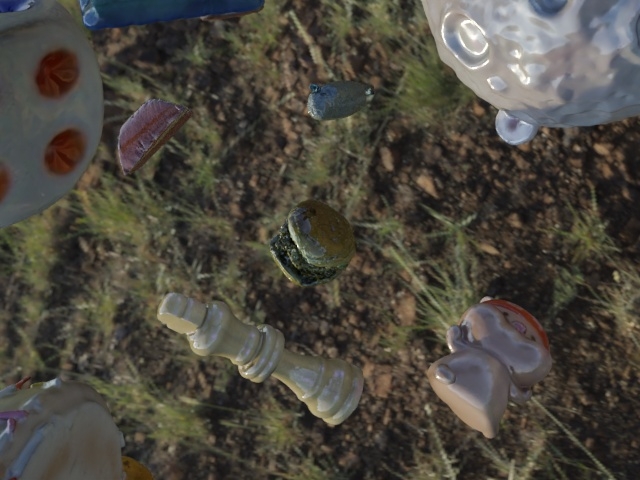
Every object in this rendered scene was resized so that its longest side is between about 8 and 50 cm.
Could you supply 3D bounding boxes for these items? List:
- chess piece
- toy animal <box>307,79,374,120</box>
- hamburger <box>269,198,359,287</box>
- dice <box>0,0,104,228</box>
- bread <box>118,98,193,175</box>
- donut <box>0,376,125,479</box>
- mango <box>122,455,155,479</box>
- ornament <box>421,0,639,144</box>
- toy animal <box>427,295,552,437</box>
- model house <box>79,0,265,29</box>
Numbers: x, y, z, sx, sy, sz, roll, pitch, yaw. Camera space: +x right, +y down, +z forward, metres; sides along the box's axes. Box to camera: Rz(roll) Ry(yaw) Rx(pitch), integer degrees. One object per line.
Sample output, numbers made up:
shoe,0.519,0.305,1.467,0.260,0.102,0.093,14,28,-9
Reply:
chess piece,-0.110,0.199,1.607,0.117,0.397,0.117,-44,29,32
toy animal,0.053,-0.268,1.680,0.079,0.253,0.070,23,118,21
hamburger,0.000,0.000,1.725,0.159,0.184,0.131,50,133,20
dice,-0.500,-0.182,1.226,0.304,0.304,0.277,21,124,27
bread,-0.346,-0.229,1.839,0.192,0.067,0.119,-44,49,15
donut,-0.379,0.362,1.162,0.142,0.382,0.383,5,76,13
mango,-0.430,0.550,2.044,0.115,0.178,0.090,-34,29,10
ornament,0.272,-0.283,0.922,0.337,0.337,0.337,-16,64,37
toy animal,0.268,0.187,1.423,0.171,0.171,0.198,17,58,44
model house,-0.161,-0.337,0.861,0.251,0.329,0.295,-16,77,-7
